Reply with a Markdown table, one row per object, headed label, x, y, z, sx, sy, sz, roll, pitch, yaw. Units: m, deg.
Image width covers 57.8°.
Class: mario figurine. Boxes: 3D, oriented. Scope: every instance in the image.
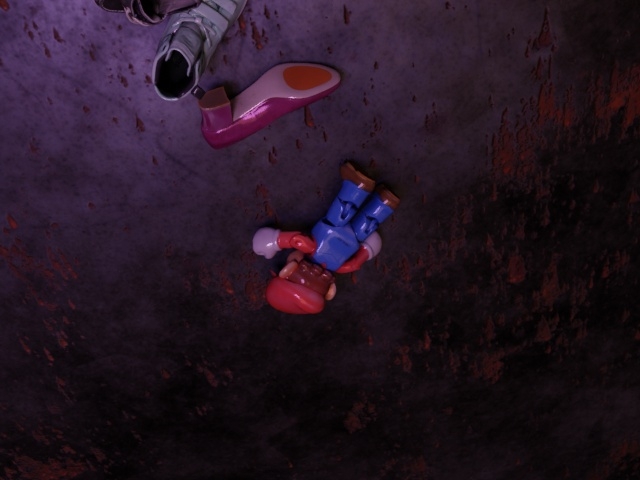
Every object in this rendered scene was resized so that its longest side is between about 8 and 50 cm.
| label | x | y | z | sx | sy | sz | roll | pitch | yaw |
| --- | --- | --- | --- | --- | --- | --- | --- | --- | --- |
| mario figurine | 0.000 | 0.000 | 1.124 | 0.198 | 0.170 | 0.321 | 40 | 102 | 8 |

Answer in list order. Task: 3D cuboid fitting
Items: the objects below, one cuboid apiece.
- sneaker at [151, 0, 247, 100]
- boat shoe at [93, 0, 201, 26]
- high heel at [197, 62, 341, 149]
| label | x | y | z | sx | sy | sz | roll | pitch | yaw |
| --- | --- | --- | --- | --- | --- | --- | --- | --- | --- |
| sneaker | -0.166 | -0.316 | 0.835 | 0.094 | 0.151 | 0.256 | 23 | 116 | -21 |
| boat shoe | -0.243 | -0.335 | 0.791 | 0.077 | 0.219 | 0.070 | 11 | 84 | -53 |
| high heel | -0.082 | -0.220 | 0.976 | 0.243 | 0.082 | 0.117 | -21 | 154 | -10 |
